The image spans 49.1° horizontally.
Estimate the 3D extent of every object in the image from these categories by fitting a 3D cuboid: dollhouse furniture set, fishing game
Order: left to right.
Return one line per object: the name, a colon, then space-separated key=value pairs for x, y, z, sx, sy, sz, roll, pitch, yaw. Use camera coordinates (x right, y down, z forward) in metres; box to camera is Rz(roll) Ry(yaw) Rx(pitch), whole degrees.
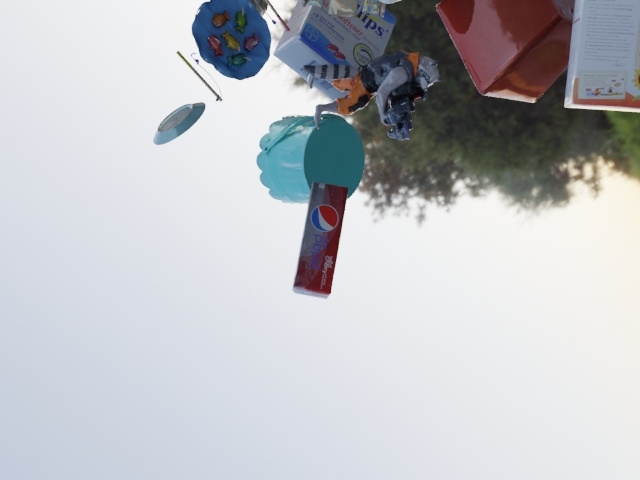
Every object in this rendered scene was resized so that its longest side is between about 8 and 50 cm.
fishing game: x=-0.182 y=-0.439 z=1.494 sx=0.264 sy=0.041 sz=0.189 roll=-48 pitch=-67 yaw=-24
dollhouse furniture set: x=0.070 y=-0.672 z=1.725 sx=0.212 sy=0.242 sz=0.161 roll=8 pitch=-151 yaw=-2

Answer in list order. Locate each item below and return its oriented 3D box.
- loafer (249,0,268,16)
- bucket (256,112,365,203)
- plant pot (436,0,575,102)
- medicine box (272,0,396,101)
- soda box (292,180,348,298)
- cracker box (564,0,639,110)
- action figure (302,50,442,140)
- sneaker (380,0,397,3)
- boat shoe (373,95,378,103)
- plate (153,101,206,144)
loafer: x=-0.192 y=-0.640 z=1.915 sx=0.092 sy=0.102 sz=0.269 roll=34 pitch=-149 yaw=-24
bucket: x=-0.020 y=-0.227 z=1.981 sx=0.281 sy=0.183 sz=0.282 roll=-9 pitch=-77 yaw=-43
plant pot: x=0.489 y=-0.518 z=1.690 sx=0.267 sy=0.235 sz=0.267 roll=-5 pitch=-113 yaw=-45
medicine box: x=0.046 y=-0.595 z=2.046 sx=0.263 sy=0.149 sz=0.290 roll=32 pitch=-114 yaw=-25
soda box: x=0.000 y=0.000 z=1.662 sx=0.083 sy=0.092 sz=0.264 roll=113 pitch=167 yaw=-77
cracker box: x=0.522 y=-0.347 z=1.225 sx=0.067 sy=0.155 sz=0.233 roll=-45 pitch=-40 yaw=-82
action figure: x=0.136 y=-0.374 z=1.719 sx=0.341 sy=0.329 sz=0.179 roll=-96 pitch=-9 yaw=-57
sneaker: x=0.243 y=-0.620 z=1.657 sx=0.110 sy=0.292 sz=0.118 roll=39 pitch=153 yaw=28
boat shoe: x=0.225 y=-0.468 z=2.160 sx=0.152 sy=0.049 sz=0.056 roll=-48 pitch=-49 yaw=-29
plate: x=-0.412 y=-0.345 z=2.017 sx=0.024 sy=0.188 sz=0.188 roll=54 pitch=-155 yaw=-33
